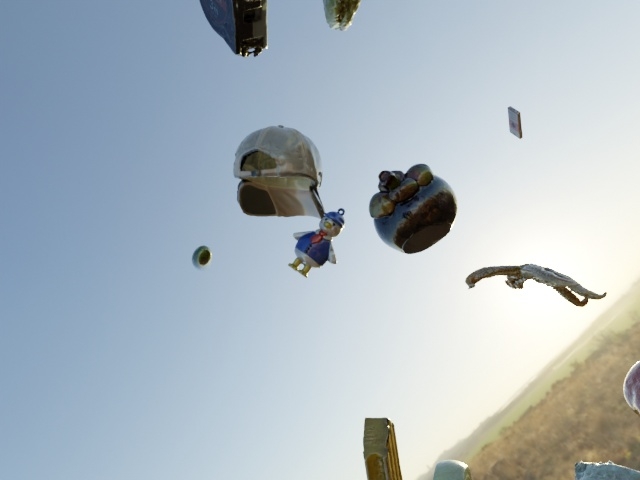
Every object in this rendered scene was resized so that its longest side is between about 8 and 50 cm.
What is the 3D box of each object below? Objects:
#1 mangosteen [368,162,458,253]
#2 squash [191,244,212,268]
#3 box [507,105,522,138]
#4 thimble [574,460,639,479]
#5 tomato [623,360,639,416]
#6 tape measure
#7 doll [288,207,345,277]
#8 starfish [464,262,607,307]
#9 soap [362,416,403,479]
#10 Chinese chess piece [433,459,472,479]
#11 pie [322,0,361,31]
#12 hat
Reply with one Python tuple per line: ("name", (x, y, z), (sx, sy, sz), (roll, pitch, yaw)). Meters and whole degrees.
("mangosteen", (0.277, -0.099, 1.339), (0.287, 0.233, 0.288), (-10, -28, -5))
("squash", (-0.395, 0.065, 1.451), (0.069, 0.069, 0.258), (-34, -1, -18))
("box", (0.527, -0.318, 1.173), (0.012, 0.046, 0.083), (-29, -48, 3))
("thimble", (0.438, 0.406, 0.594), (0.143, 0.190, 0.138), (-50, -43, -26))
("tomato", (0.816, 0.353, 0.964), (0.232, 0.232, 0.189), (2, -59, -52))
("tape measure", (-0.177, -0.499, 0.871), (0.107, 0.182, 0.181), (-26, -23, -27))
("doll", (0.000, 0.000, 0.779), (0.143, 0.098, 0.058), (-52, -20, -7))
("starfish", (0.551, 0.106, 1.138), (0.375, 0.326, 0.095), (31, -112, -74))
("soap", (0.182, 0.646, 1.258), (0.080, 0.258, 0.160), (-10, -3, 18))
("Chinese chess piece", (0.241, 0.474, 0.779), (0.144, 0.058, 0.144), (-4, -90, -65))
("pie", (0.052, -0.585, 0.921), (0.089, 0.201, 0.248), (3, -70, -12))
("hat", (-0.068, -0.128, 0.941), (0.161, 0.231, 0.275), (-61, -36, -24))
